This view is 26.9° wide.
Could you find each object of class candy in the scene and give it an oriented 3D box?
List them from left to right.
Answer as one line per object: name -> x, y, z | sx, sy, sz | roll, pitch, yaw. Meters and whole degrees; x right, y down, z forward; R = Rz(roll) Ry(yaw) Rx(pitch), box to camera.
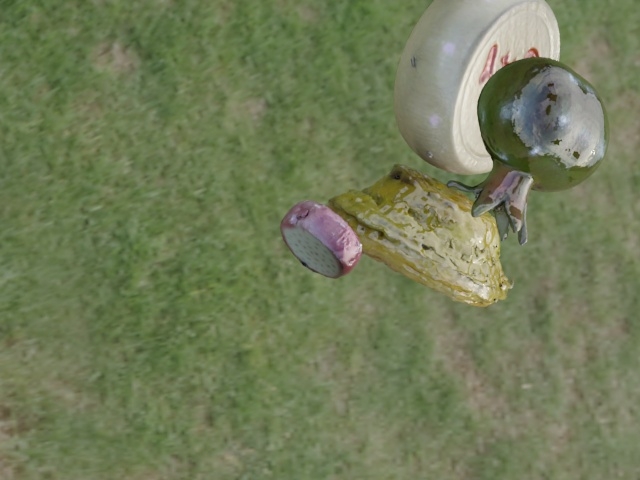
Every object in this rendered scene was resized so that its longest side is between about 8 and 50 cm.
candy -> 0.000, 0.000, 1.562 | 0.103, 0.103, 0.043 | 49, 65, -21

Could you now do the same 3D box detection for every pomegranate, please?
pomegranate -> 0.217, -0.094, 1.403 | 0.152, 0.131, 0.191 | 27, 86, -40

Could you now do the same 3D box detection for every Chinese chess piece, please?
Chinese chess piece -> 0.211, -0.217, 1.784 | 0.273, 0.102, 0.273 | -31, 136, -37

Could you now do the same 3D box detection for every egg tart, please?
egg tart -> 0.143, -0.017, 1.791 | 0.294, 0.294, 0.123 | 18, 103, -37
